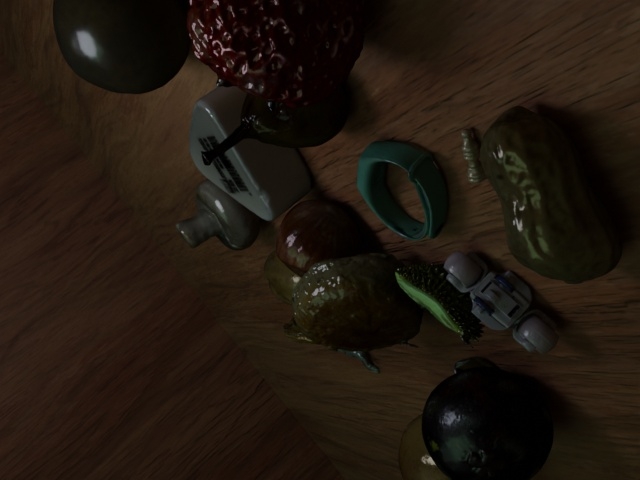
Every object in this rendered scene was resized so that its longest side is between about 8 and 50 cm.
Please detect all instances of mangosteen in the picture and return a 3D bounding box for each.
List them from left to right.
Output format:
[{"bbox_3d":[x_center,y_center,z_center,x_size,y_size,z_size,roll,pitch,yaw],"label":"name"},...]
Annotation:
[{"bbox_3d":[0.360,0.399,1.508,0.288,0.288,0.288,39,155,22],"label":"mangosteen"}]

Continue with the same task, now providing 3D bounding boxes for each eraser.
[{"bbox_3d":[-0.166,-0.196,1.656,0.331,0.150,0.331,38,155,21],"label":"eraser"}]

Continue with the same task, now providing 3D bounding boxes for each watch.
[{"bbox_3d":[0.156,-0.097,1.334,0.195,0.068,0.237,39,156,21],"label":"watch"}]

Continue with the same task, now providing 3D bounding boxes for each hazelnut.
[{"bbox_3d":[0.000,0.000,1.644,0.214,0.176,0.214,7,124,10],"label":"hazelnut"}]

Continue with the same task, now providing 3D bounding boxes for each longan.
[{"bbox_3d":[-0.449,-0.487,1.559,0.319,0.319,0.319,39,155,22],"label":"longan"}]

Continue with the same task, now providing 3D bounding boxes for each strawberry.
[{"bbox_3d":[-0.077,-0.367,1.078,0.292,0.292,0.310,33,160,34],"label":"strawberry"}]

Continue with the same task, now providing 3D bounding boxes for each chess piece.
[{"bbox_3d":[0.250,-0.142,1.143,0.035,0.035,0.092,19,139,50],"label":"chess piece"}]

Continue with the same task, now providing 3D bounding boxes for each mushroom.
[{"bbox_3d":[-0.304,-0.058,2.019,0.243,0.243,0.243,39,155,22],"label":"mushroom"}]

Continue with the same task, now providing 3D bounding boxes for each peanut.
[{"bbox_3d":[0.327,-0.047,0.997,0.143,0.159,0.291,-18,113,38],"label":"peanut"}]

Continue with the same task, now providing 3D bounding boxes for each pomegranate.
[{"bbox_3d":[0.354,0.564,1.728,0.319,0.319,0.319,39,155,22],"label":"pomegranate"}]

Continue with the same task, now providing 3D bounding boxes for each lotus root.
[{"bbox_3d":[-0.059,0.110,1.941,0.284,0.146,0.160,17,153,49],"label":"lotus root"}]

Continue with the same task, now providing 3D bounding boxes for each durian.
[{"bbox_3d":[0.266,0.113,1.429,0.221,0.137,0.095,49,123,14],"label":"durian"}]

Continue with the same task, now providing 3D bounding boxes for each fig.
[{"bbox_3d":[-0.090,-0.247,1.304,0.190,0.290,0.190,24,121,48],"label":"fig"}]

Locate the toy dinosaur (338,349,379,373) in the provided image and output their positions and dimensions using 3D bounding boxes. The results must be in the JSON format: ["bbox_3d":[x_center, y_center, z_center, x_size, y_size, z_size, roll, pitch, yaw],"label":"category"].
[{"bbox_3d":[0.070,0.320,2.142,0.242,0.053,0.167,23,154,31],"label":"toy dinosaur"}]

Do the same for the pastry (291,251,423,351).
[{"bbox_3d":[0.083,0.152,1.585,0.329,0.329,0.136,85,-178,-54],"label":"pastry"}]

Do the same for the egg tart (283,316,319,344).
[{"bbox_3d":[0.011,0.237,1.978,0.241,0.241,0.106,4,95,59],"label":"egg tart"}]

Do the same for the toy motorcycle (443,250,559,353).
[{"bbox_3d":[0.341,0.116,1.317,0.254,0.112,0.112,43,156,17],"label":"toy motorcycle"}]
